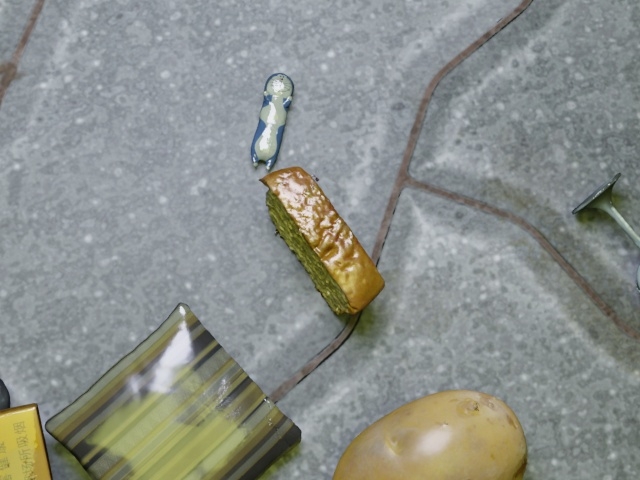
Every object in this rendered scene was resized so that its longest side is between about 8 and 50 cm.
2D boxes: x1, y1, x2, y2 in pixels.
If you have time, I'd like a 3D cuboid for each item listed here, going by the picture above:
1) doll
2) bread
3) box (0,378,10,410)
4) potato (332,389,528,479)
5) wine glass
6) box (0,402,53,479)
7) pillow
[{"bbox_3d":[-0.059,-0.147,1.143,0.037,0.027,0.125,13,77,-10],"label":"doll"},{"bbox_3d":[0.000,0.000,1.081,0.065,0.103,0.187,-37,83,-11],"label":"bread"},{"bbox_3d":[-0.451,0.221,1.021,0.201,0.042,0.212,15,78,-3],"label":"box"},{"bbox_3d":[0.117,0.255,1.031,0.234,0.146,0.150,-30,53,-10],"label":"potato"},{"bbox_3d":[0.396,0.016,1.131,0.079,0.079,0.195,-39,84,-12],"label":"wine glass"},{"bbox_3d":[-0.398,0.270,0.966,0.237,0.070,0.152,-11,89,-19],"label":"box"},{"bbox_3d":[-0.162,0.213,1.047,0.208,0.052,0.212,-42,87,-14],"label":"pillow"}]
